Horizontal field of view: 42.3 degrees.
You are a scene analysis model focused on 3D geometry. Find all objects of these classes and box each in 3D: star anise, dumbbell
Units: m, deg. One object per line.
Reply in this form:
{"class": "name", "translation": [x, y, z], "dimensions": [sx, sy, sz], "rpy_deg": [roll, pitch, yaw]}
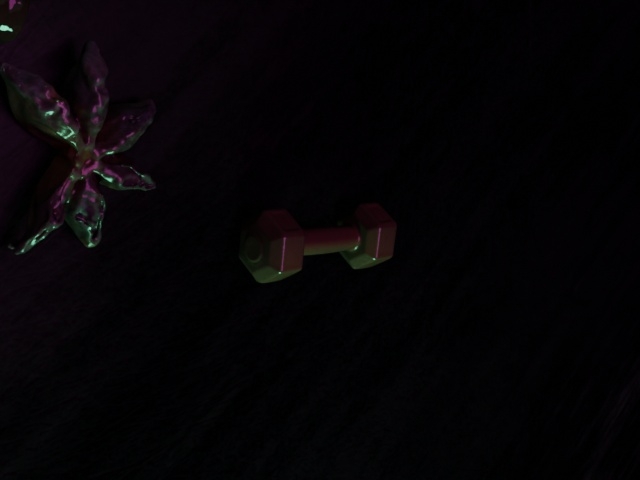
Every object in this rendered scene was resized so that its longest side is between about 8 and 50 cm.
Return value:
{"class": "star anise", "translation": [-0.226, -0.091, 0.815], "dimensions": [0.171, 0.063, 0.208], "rpy_deg": [-13, 113, -44]}
{"class": "dumbbell", "translation": [0.000, 0.000, 1.063], "dimensions": [0.230, 0.092, 0.082], "rpy_deg": [-6, 135, -44]}

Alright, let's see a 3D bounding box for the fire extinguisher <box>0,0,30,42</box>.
{"class": "fire extinguisher", "translation": [-0.337, -0.217, 0.633], "dimensions": [0.231, 0.099, 0.071], "rpy_deg": [6, 73, -48]}
